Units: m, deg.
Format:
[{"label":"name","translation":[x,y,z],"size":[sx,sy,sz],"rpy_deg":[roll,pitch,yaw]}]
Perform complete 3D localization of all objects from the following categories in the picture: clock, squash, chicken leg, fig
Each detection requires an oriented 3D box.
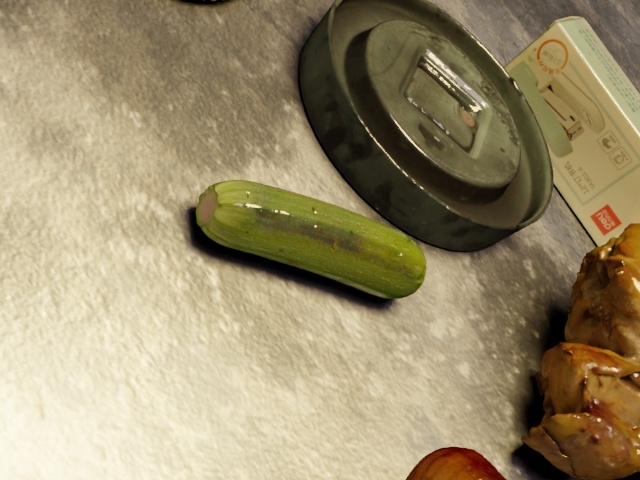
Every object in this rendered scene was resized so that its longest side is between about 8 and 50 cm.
[{"label":"clock","translation":[0.118,-0.134,1.097],"size":[0.318,0.066,0.319],"rpy_deg":[25,44,-27]},{"label":"squash","translation":[0.000,0.000,0.880],"size":[0.228,0.066,0.066],"rpy_deg":[18,49,-31]},{"label":"chicken leg","translation":[0.319,0.192,0.981],"size":[0.295,0.182,0.410],"rpy_deg":[-14,85,-38]},{"label":"fig","translation":[0.096,0.239,0.770],"size":[0.119,0.153,0.119],"rpy_deg":[38,-2,1]}]

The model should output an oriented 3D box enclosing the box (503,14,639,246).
[{"label":"box","translation":[0.335,-0.131,1.243],"size":[0.079,0.135,0.269],"rpy_deg":[-22,76,-50]}]
